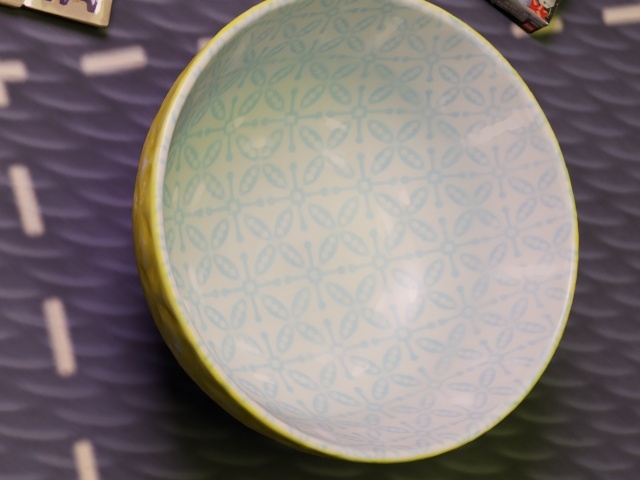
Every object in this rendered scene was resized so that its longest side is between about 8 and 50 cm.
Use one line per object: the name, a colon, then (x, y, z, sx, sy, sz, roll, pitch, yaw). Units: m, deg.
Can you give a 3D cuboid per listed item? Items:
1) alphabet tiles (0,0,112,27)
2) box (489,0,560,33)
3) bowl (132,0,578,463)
alphabet tiles: (-0.190, -0.318, 1.080, 0.285, 0.011, 0.342, 12, 79, -24)
box: (0.154, -0.236, 1.263, 0.094, 0.027, 0.137, 35, 66, -17)
bowl: (0.000, 0.000, 1.058, 0.289, 0.156, 0.289, 6, 77, -28)
